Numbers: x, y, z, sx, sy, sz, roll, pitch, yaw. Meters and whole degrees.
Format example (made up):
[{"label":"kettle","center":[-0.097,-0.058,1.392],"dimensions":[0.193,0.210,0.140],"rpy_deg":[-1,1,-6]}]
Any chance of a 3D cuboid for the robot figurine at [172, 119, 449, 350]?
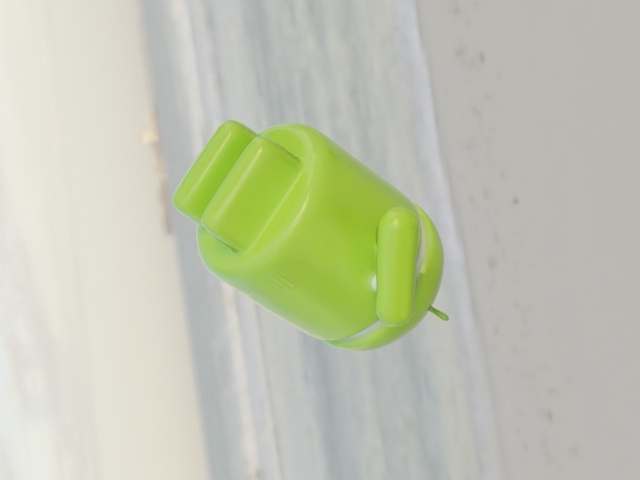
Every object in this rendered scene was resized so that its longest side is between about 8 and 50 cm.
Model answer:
[{"label":"robot figurine","center":[0.000,0.000,0.588],"dimensions":[0.115,0.067,0.101],"rpy_deg":[34,177,-36]}]
